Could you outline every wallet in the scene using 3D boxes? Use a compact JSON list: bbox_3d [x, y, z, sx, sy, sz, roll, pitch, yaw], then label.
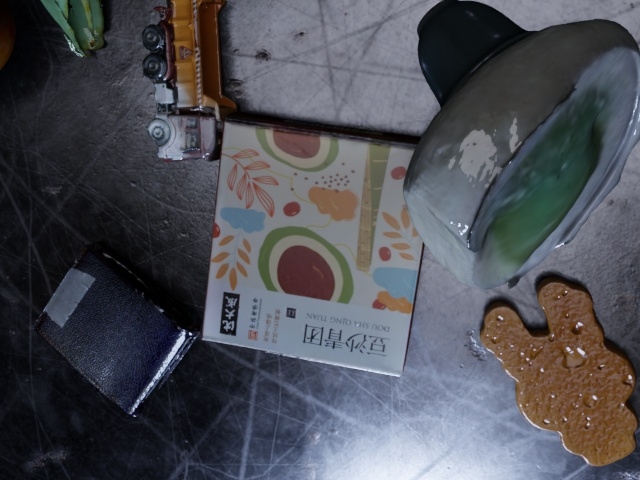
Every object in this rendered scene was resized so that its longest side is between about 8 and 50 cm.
[{"bbox_3d":[-0.374,0.162,1.493,0.262,0.071,0.221,38,109,4],"label":"wallet"}]

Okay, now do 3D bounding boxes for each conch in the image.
[{"bbox_3d":[-0.412,-0.401,1.386,0.106,0.079,0.170,-18,113,18],"label":"conch"}]

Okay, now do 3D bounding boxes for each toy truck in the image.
[{"bbox_3d":[-0.214,-0.267,1.358,0.135,0.114,0.270,0,98,14],"label":"toy truck"}]

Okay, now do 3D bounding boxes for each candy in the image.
[{"bbox_3d":[0.304,-0.136,1.203,0.427,0.386,0.186,-48,53,7],"label":"candy"}]

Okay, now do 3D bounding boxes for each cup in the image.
[{"bbox_3d":[0.223,-0.294,1.257,0.199,0.199,0.150,-41,72,14],"label":"cup"}]

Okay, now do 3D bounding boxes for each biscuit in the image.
[{"bbox_3d":[0.417,0.225,1.378,0.202,0.047,0.333,-31,93,15],"label":"biscuit"}]

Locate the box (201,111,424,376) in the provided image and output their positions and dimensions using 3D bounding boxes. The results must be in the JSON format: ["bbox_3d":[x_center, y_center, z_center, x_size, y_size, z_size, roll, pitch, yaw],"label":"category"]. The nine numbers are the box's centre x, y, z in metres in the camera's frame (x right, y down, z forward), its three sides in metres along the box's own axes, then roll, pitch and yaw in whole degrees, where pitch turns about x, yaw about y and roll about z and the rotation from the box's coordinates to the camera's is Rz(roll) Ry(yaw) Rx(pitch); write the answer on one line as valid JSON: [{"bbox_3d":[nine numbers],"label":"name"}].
[{"bbox_3d":[0.000,0.000,1.364,0.345,0.122,0.385,9,102,7],"label":"box"}]

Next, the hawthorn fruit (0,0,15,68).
[{"bbox_3d":[-0.631,-0.367,1.331,0.301,0.268,0.267,-42,92,5],"label":"hawthorn fruit"}]
